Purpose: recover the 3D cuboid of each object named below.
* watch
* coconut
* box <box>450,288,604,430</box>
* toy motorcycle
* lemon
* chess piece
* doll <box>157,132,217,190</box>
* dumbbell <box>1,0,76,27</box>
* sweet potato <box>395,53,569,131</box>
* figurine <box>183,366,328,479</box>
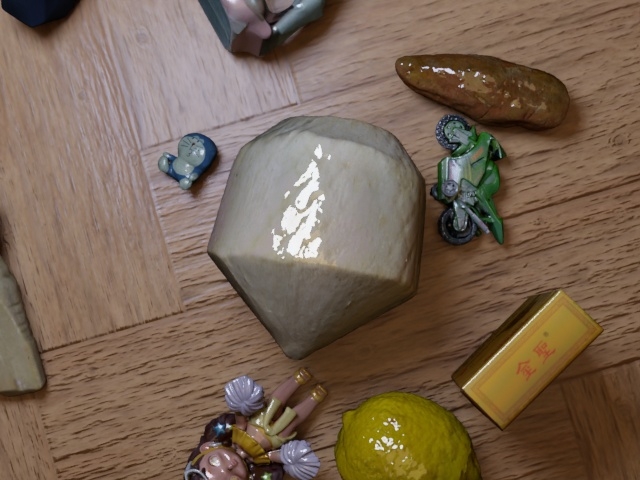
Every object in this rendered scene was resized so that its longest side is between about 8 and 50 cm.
[{"bbox_3d":[-0.070,-0.418,1.373,0.241,0.162,0.253,-29,90,-12],"label":"watch"},{"bbox_3d":[0.000,0.000,1.271,0.329,0.329,0.328,0,88,2],"label":"coconut"},{"bbox_3d":[0.261,0.153,1.264,0.076,0.274,0.174,44,90,7],"label":"box"},{"bbox_3d":[0.217,-0.088,1.382,0.106,0.074,0.190,-1,88,-7],"label":"toy motorcycle"},{"bbox_3d":[0.116,0.299,1.314,0.193,0.180,0.180,22,89,-22],"label":"lemon"},{"bbox_3d":[-0.489,0.088,1.382,0.137,0.137,0.300,-17,98,1],"label":"chess piece"},{"bbox_3d":[-0.192,-0.120,1.403,0.076,0.050,0.083,36,91,21],"label":"doll"},{"bbox_3d":[-0.490,-0.446,1.379,0.316,0.156,0.143,33,59,3],"label":"dumbbell"},{"bbox_3d":[0.228,-0.217,1.372,0.252,0.097,0.097,13,88,3],"label":"sweet potato"},{"bbox_3d":[-0.091,0.283,1.352,0.240,0.116,0.175,-44,89,-6],"label":"figurine"}]
